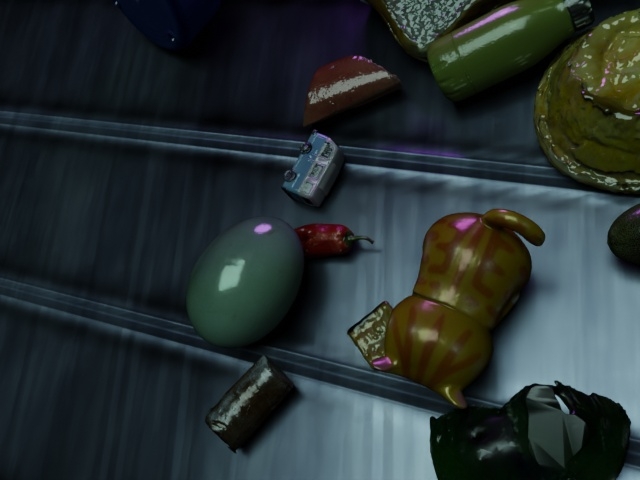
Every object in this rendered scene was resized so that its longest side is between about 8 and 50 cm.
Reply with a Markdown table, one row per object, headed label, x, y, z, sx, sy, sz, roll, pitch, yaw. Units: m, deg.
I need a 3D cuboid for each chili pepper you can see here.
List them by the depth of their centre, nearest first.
| label | x | y | z | sx | sy | sz | roll | pitch | yaw |
| --- | --- | --- | --- | --- | --- | --- | --- | --- | --- |
| chili pepper | 0.268 | 0.271 | 0.955 | 0.264 | 0.116 | 0.148 | -14 | 65 | 18 |
| chili pepper | 0.000 | -0.001 | 1.240 | 0.191 | 0.050 | 0.059 | -4 | 81 | 30 |

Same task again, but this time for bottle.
| label | x | y | z | sx | sy | sz | roll | pitch | yaw |
| --- | --- | --- | --- | --- | --- | --- | --- | --- | --- |
| bottle | 0.309 | -0.327 | 1.204 | 0.260 | 0.112 | 0.112 | -23 | 59 | 21 |

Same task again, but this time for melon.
| label | x | y | z | sx | sy | sz | roll | pitch | yaw |
| --- | --- | --- | --- | --- | --- | --- | --- | --- | --- |
| melon | 0.476 | -0.014 | 1.008 | 0.162 | 0.099 | 0.099 | -14 | 62 | 23 |

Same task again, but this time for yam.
| label | x | y | z | sx | sy | sz | roll | pitch | yaw |
| --- | --- | --- | --- | --- | --- | --- | --- | --- | --- |
| yam | -0.112 | 0.254 | 1.153 | 0.141 | 0.079 | 0.079 | -46 | 57 | -4 |

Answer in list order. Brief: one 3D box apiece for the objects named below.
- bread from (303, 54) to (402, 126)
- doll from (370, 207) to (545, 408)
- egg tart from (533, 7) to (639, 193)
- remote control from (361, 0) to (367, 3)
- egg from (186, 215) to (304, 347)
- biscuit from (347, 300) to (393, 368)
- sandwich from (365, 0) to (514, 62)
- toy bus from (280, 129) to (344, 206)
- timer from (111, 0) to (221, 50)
| label | x | y | z | sx | sy | sz | roll | pitch | yaw |
| --- | --- | --- | --- | --- | --- | --- | --- | --- | --- |
| bread | 0.043 | -0.286 | 1.344 | 0.192 | 0.067 | 0.119 | -23 | 60 | 12 |
| doll | 0.195 | 0.087 | 1.052 | 0.166 | 0.162 | 0.270 | 22 | 84 | 20 |
| egg tart | 0.486 | -0.233 | 1.092 | 0.345 | 0.132 | 0.346 | -10 | 61 | 19 |
| remote control | 0.130 | -0.529 | 1.441 | 0.065 | 0.029 | 0.166 | 18 | 71 | 13 |
| egg | -0.120 | 0.065 | 1.191 | 0.168 | 0.168 | 0.231 | 27 | 79 | 31 |
| biscuit | 0.092 | 0.147 | 1.148 | 0.083 | 0.018 | 0.081 | -40 | 57 | 3 |
| sandwich | 0.198 | -0.497 | 1.319 | 0.271 | 0.099 | 0.301 | -38 | 72 | 8 |
| toy bus | -0.007 | -0.124 | 1.296 | 0.074 | 0.060 | 0.123 | 24 | 80 | 26 |
| timer | -0.249 | -0.614 | 1.547 | 0.270 | 0.270 | 0.383 | 33 | 68 | 32 |
